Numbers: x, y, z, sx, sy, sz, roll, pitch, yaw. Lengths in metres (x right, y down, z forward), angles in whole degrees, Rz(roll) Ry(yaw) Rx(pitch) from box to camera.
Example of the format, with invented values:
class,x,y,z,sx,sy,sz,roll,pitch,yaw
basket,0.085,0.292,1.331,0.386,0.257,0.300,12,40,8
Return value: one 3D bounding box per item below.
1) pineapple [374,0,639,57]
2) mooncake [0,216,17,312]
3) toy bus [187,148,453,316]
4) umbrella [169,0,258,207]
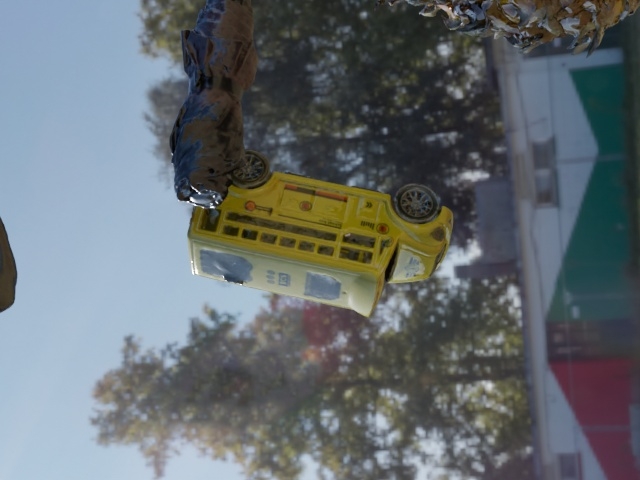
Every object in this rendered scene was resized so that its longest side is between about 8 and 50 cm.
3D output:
class,x,y,z,sx,sy,sz,roll,pitch,yaw
pineapple,0.200,-0.350,0.860,0.352,0.300,0.352,-39,-33,-31
mooncake,-0.682,0.021,1.612,0.306,0.154,0.306,-22,-90,-86
toy bus,0.000,0.000,1.155,0.144,0.330,0.152,97,-175,-58
umbrella,-0.124,-0.193,1.060,0.094,0.090,0.326,34,-128,-50
